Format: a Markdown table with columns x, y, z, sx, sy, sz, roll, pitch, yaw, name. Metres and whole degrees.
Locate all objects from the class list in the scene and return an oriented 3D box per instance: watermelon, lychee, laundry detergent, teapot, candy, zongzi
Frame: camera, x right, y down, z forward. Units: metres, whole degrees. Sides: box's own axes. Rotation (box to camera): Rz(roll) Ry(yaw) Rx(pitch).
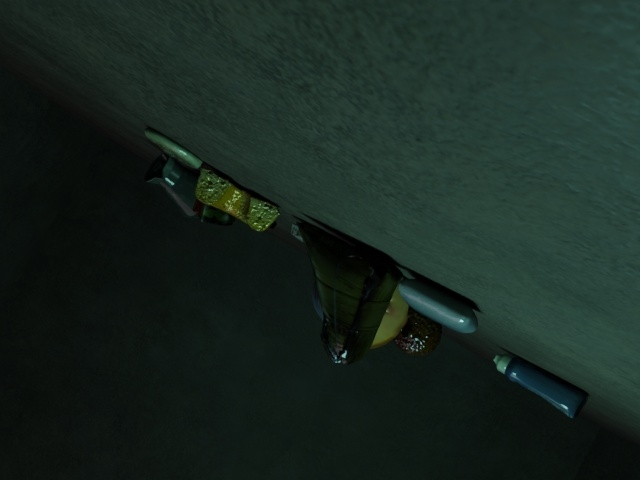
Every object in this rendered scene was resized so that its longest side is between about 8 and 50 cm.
| x | y | z | sx | sy | sz | roll | pitch | yaw | name |
| --- | --- | --- | --- | --- | --- | --- | --- | --- | --- |
| -0.326 | -0.111 | 1.493 | 0.193 | 0.137 | 0.145 | 63 | 166 | -24 | watermelon |
| 0.333 | 0.306 | 1.686 | 0.200 | 0.200 | 0.238 | 28 | -170 | 25 | lychee |
| 0.719 | 0.464 | 1.589 | 0.290 | 0.094 | 0.143 | 31 | -177 | 38 | laundry detergent |
| -0.498 | -0.208 | 1.718 | 0.225 | 0.171 | 0.203 | 43 | -161 | -38 | teapot |
| 0.266 | 0.146 | 1.080 | 0.174 | 0.071 | 0.138 | 26 | 173 | 30 | candy |
| 0.022 | 0.121 | 1.177 | 0.300 | 0.286 | 0.138 | 29 | -159 | 24 | zongzi |

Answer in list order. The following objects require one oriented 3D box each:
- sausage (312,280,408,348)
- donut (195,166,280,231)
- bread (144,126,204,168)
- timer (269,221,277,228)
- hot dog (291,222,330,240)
| x | y | z | sx | sy | sz | roll | pitch | yaw | name |
| --- | --- | --- | --- | --- | --- | --- | --- | --- | --- |
| 0.100 | 0.168 | 1.373 | 0.233 | 0.233 | 0.287 | 31 | 176 | -6 | sausage |
| -0.235 | -0.113 | 1.404 | 0.259 | 0.101 | 0.152 | 27 | -179 | 1 | donut |
| -0.387 | -0.238 | 1.325 | 0.112 | 0.036 | 0.193 | 26 | 174 | 33 | bread |
| -0.237 | -0.113 | 1.641 | 0.187 | 0.055 | 0.144 | 32 | 175 | 38 | timer |
| 0.000 | 0.000 | 1.338 | 0.192 | 0.053 | 0.099 | 24 | 174 | 34 | hot dog |
